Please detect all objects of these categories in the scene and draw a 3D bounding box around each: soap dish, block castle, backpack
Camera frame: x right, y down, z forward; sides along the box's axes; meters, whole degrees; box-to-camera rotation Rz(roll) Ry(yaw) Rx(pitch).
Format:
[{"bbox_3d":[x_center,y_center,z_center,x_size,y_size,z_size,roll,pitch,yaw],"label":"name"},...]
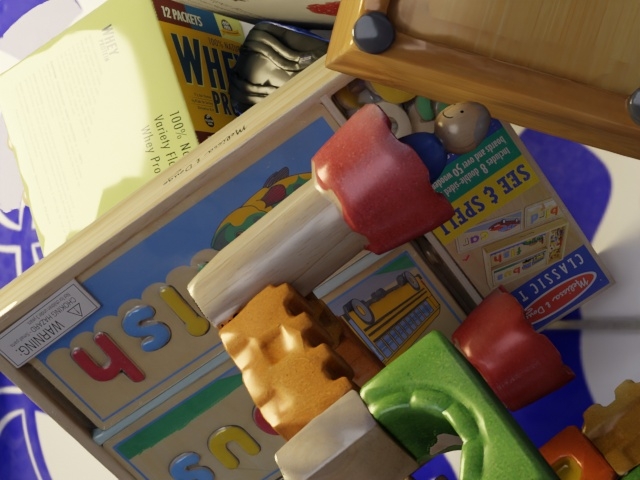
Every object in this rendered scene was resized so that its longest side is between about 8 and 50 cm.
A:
[{"bbox_3d":[0.142,-0.204,0.644,0.229,0.118,0.290,17,107,6],"label":"soap dish"},{"bbox_3d":[0.144,0.144,0.610,0.213,0.303,0.453,-39,44,3],"label":"block castle"},{"bbox_3d":[-0.014,-0.128,0.976,0.120,0.101,0.098,26,95,33],"label":"backpack"}]

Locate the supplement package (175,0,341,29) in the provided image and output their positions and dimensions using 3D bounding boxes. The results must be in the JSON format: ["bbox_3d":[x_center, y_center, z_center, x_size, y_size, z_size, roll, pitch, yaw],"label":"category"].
[{"bbox_3d":[0.038,-0.263,0.900,0.293,0.177,0.175,8,94,31],"label":"supplement package"}]

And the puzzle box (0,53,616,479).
[{"bbox_3d":[-0.017,0.042,0.851,0.409,0.272,0.052,-35,27,10],"label":"puzzle box"}]

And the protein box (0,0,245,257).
[{"bbox_3d":[-0.163,-0.098,1.045,0.201,0.136,0.199,-26,76,29],"label":"protein box"}]

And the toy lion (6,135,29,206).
[{"bbox_3d":[-0.274,-0.094,1.173,0.096,0.034,0.100,-22,79,25],"label":"toy lion"}]
